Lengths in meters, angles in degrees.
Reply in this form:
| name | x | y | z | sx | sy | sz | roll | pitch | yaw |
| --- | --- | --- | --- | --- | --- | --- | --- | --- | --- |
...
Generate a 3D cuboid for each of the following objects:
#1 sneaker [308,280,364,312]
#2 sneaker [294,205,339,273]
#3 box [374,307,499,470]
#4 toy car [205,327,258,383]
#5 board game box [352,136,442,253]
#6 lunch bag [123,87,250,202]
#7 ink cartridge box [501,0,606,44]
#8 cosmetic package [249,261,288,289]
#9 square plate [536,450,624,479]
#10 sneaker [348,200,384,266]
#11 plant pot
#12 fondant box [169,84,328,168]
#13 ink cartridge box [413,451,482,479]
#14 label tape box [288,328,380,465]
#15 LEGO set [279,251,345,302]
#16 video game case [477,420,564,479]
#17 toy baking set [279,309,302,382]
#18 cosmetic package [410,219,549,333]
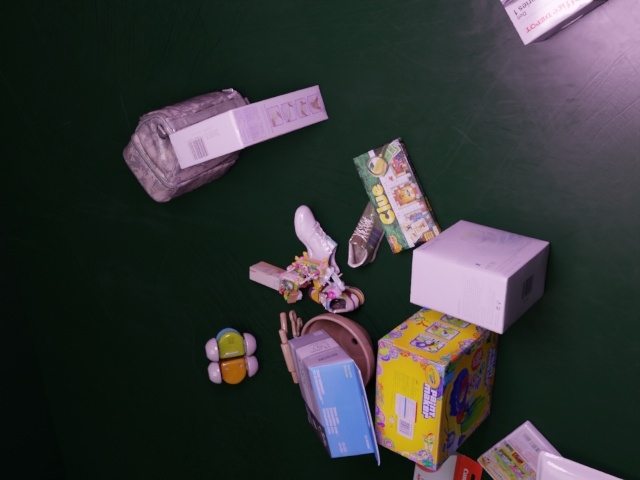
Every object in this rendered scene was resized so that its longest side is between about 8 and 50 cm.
| name | x | y | z | sx | sy | sz | roll | pitch | yaw |
| --- | --- | --- | --- | --- | --- | --- | --- | --- | --- |
| sneaker | 0.026 | 0.158 | 2.047 | 0.185 | 0.084 | 0.070 | 2 | 110 | 39 |
| sneaker | 0.000 | 0.000 | 2.014 | 0.094 | 0.080 | 0.212 | -2 | 117 | 36 |
| box | 0.280 | 0.331 | 1.774 | 0.177 | 0.279 | 0.290 | 18 | 120 | 34 |
| toy car | -0.290 | 0.363 | 2.383 | 0.136 | 0.159 | 0.182 | -128 | 32 | -64 |
| board game box | 0.189 | -0.108 | 1.814 | 0.136 | 0.030 | 0.260 | -23 | 93 | 33 |
| lunch bag | -0.352 | -0.281 | 2.031 | 0.213 | 0.305 | 0.256 | 56 | 138 | 5 |
| ink cartridge box | 0.421 | -0.511 | 1.415 | 0.160 | 0.092 | 0.219 | -30 | 87 | 44 |
| cosmetic package | -0.149 | 0.104 | 2.188 | 0.115 | 0.060 | 0.041 | 18 | 118 | 32 |
| square plate | 0.663 | 0.697 | 1.746 | 0.347 | 0.049 | 0.344 | 15 | 121 | 30 |
| sneaker | 0.115 | -0.011 | 1.895 | 0.064 | 0.086 | 0.192 | 29 | 125 | 28 |
| plant pot | 0.067 | 0.299 | 2.057 | 0.237 | 0.109 | 0.237 | 18 | 120 | 33 |
| fondant box | -0.174 | -0.286 | 1.852 | 0.238 | 0.330 | 0.096 | -11 | 103 | 42 |
| ink cartridge box | 0.343 | 0.635 | 2.016 | 0.179 | 0.045 | 0.145 | 23 | 123 | 34 |
| label tape box | 0.030 | 0.395 | 1.860 | 0.347 | 0.115 | 0.249 | -144 | 39 | -74 |
| LEGO set | -0.063 | 0.116 | 2.006 | 0.287 | 0.107 | 0.132 | -18 | 103 | 56 |
| video game case | 0.533 | 0.587 | 1.847 | 0.227 | 0.026 | 0.206 | 47 | 131 | 13 |
| toy baking set | -0.060 | 0.316 | 2.124 | 0.030 | 0.197 | 0.256 | -12 | 99 | 18 |
| cosmetic package | 0.352 | 0.070 | 1.636 | 0.224 | 0.224 | 0.138 | 16 | 119 | 34 |
